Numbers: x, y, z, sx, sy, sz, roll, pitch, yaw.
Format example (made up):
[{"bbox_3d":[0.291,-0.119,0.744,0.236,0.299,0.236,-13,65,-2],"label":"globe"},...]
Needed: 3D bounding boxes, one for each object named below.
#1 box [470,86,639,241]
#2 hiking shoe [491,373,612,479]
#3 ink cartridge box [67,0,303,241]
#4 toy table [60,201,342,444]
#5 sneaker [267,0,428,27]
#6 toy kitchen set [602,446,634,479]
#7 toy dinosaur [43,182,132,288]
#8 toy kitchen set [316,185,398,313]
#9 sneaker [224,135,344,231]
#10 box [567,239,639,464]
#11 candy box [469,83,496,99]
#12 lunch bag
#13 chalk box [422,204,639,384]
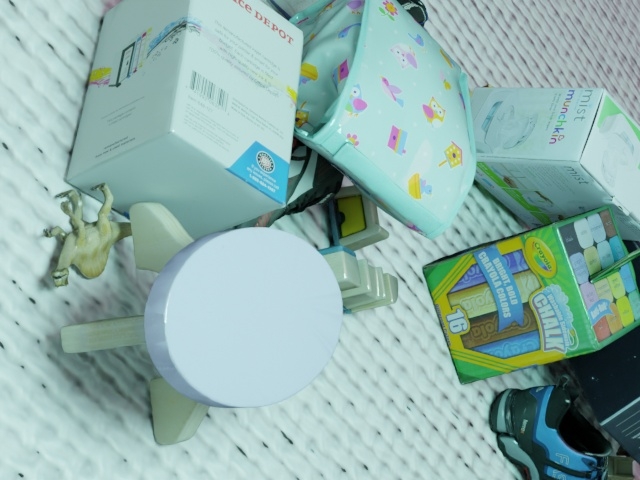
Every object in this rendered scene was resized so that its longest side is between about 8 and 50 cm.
[{"bbox_3d":[0.363,-0.108,1.895,0.262,0.231,0.127,35,70,-41],"label":"box"},{"bbox_3d":[0.360,0.336,1.829,0.304,0.132,0.113,57,40,-16],"label":"hiking shoe"},{"bbox_3d":[-0.141,-0.148,1.402,0.171,0.168,0.232,33,51,-38],"label":"ink cartridge box"},{"bbox_3d":[-0.119,0.078,1.302,0.274,0.161,0.252,12,75,-52],"label":"toy table"},{"bbox_3d":[0.042,-0.307,1.689,0.127,0.182,0.315,-26,95,-54],"label":"sneaker"},{"bbox_3d":[0.447,0.345,2.016,0.083,0.075,0.068,85,9,-66],"label":"toy kitchen set"},{"bbox_3d":[-0.235,-0.010,1.338,0.183,0.053,0.092,-34,115,-52],"label":"toy dinosaur"},{"bbox_3d":[0.000,0.000,1.584,0.207,0.122,0.166,29,50,-66],"label":"toy kitchen set"},{"bbox_3d":[-0.040,-0.072,1.550,0.135,0.097,0.276,49,41,-21],"label":"sneaker"},{"bbox_3d":[0.515,0.200,1.940,0.312,0.179,0.343,42,18,-30],"label":"box"},{"bbox_3d":[0.307,-0.164,2.056,0.187,0.053,0.109,21,58,-46],"label":"candy box"},{"bbox_3d":[0.066,-0.145,1.511,0.223,0.160,0.262,39,37,-33],"label":"lunch bag"},{"bbox_3d":[0.324,0.066,1.777,0.180,0.289,0.179,-16,88,-51],"label":"chalk box"}]
